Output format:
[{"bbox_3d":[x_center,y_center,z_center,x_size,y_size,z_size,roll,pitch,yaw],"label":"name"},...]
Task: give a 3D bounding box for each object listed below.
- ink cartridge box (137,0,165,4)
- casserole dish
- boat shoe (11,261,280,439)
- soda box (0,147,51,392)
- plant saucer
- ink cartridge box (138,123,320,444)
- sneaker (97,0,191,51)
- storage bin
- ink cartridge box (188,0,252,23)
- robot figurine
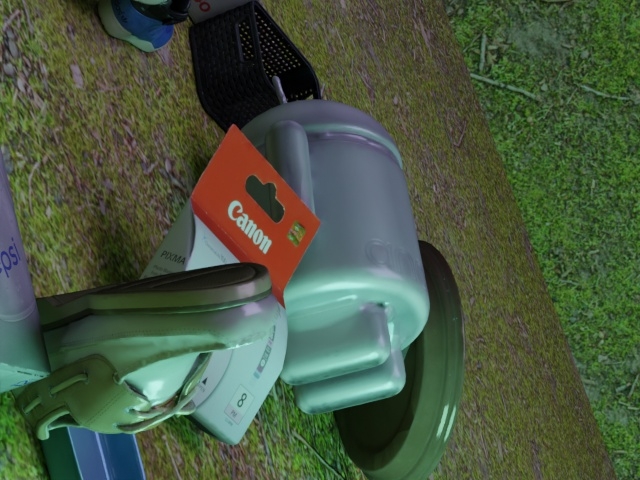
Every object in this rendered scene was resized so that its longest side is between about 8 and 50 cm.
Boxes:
[{"bbox_3d":[-0.208,-0.353,1.740,0.158,0.092,0.218,12,56,-39],"label":"ink cartridge box"},{"bbox_3d":[-0.187,0.145,1.413,0.114,0.037,0.188,18,54,-69],"label":"casserole dish"},{"bbox_3d":[-0.123,0.078,1.239,0.113,0.302,0.103,-11,90,-35],"label":"boat shoe"},{"bbox_3d":[-0.274,-0.031,1.238,0.091,0.098,0.286,26,47,-66],"label":"soda box"},{"bbox_3d":[0.078,0.135,1.967,0.041,0.278,0.278,7,53,-23],"label":"plant saucer"},{"bbox_3d":[-0.078,0.043,1.620,0.232,0.066,0.189,-56,141,-12],"label":"ink cartridge box"},{"bbox_3d":[-0.161,-0.237,1.850,0.152,0.084,0.058,6,65,-72],"label":"sneaker"},{"bbox_3d":[-0.069,-0.176,2.071,0.180,0.084,0.122,44,30,-53],"label":"storage bin"},{"bbox_3d":[-0.084,-0.352,2.024,0.148,0.203,0.086,57,19,-37],"label":"ink cartridge box"},{"bbox_3d":[0.000,0.000,1.879,0.300,0.200,0.353,70,9,-58],"label":"robot figurine"}]
